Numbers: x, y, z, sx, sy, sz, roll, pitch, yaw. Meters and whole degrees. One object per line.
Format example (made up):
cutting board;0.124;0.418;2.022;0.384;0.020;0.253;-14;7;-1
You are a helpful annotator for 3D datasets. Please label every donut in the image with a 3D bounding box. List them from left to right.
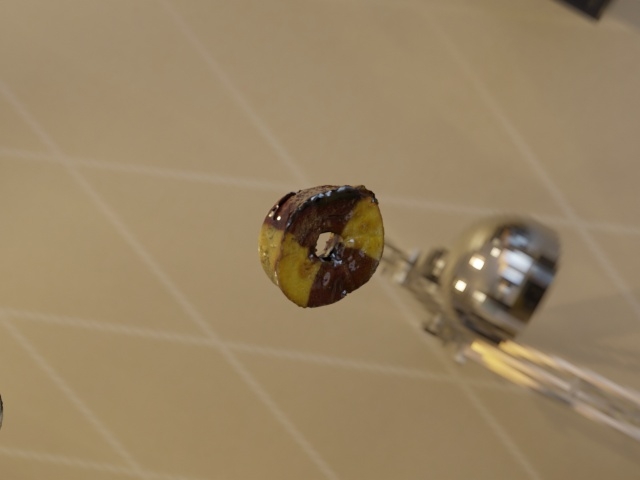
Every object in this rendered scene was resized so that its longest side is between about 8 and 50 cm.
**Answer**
donut;0.000;0.000;1.549;0.059;0.140;0.140;27;88;49

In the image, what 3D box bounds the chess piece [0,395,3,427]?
chess piece;-0.470;0.237;1.561;0.138;0.124;0.307;-18;14;38
